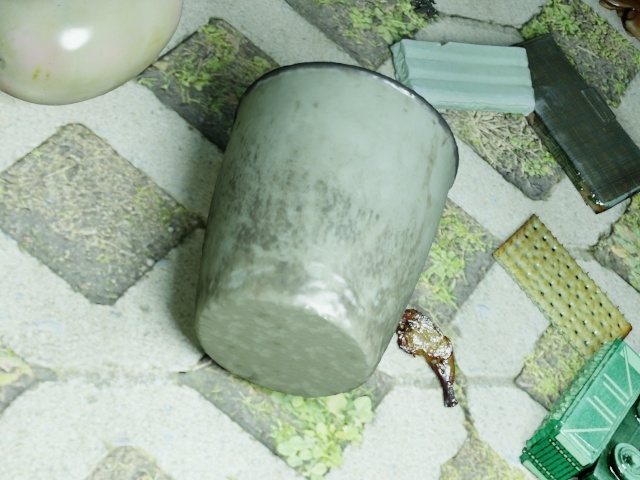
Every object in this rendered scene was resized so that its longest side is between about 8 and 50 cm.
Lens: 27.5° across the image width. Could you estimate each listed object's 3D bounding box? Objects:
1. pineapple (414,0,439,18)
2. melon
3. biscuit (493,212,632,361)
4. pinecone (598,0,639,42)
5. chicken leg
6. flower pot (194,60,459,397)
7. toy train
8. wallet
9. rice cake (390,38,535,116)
[{"bbox_3d":[0.173,-0.418,2.145,0.058,0.058,0.124,13,68,-27],"label":"pineapple"},{"bbox_3d":[-0.299,-0.290,1.611,0.223,0.223,0.317,44,45,-1],"label":"melon"},{"bbox_3d":[0.364,0.076,1.950,0.231,0.016,0.139,48,46,3],"label":"biscuit"},{"bbox_3d":[0.699,-0.499,2.341,0.384,0.384,0.384,18,52,-24],"label":"pinecone"},{"bbox_3d":[0.148,0.152,1.739,0.062,0.037,0.145,-37,83,-22],"label":"chicken leg"},{"bbox_3d":[0.000,0.000,1.578,0.294,0.293,0.330,27,53,-17],"label":"flower pot"},{"bbox_3d":[0.387,0.261,1.779,0.154,0.115,0.269,40,46,8],"label":"toy train"},{"bbox_3d":[0.413,-0.196,2.154,0.169,0.044,0.317,-25,74,-38],"label":"wallet"},{"bbox_3d":[0.227,-0.259,2.050,0.237,0.043,0.127,3,62,-23],"label":"rice cake"}]
